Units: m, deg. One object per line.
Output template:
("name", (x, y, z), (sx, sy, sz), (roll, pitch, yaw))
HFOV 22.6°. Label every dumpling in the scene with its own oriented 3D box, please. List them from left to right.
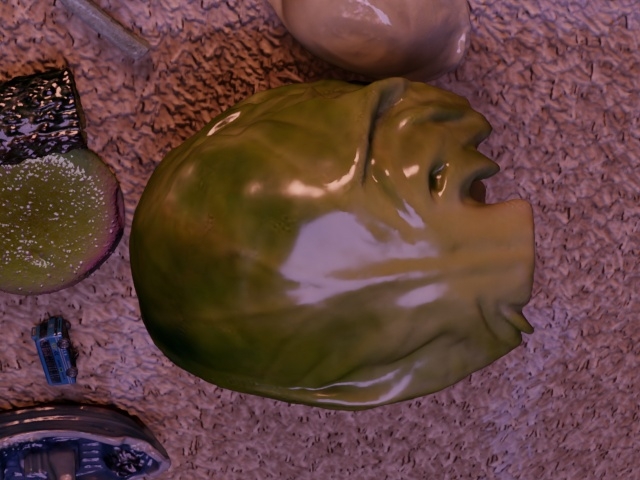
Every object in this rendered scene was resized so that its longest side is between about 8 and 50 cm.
("dumpling", (0.050, -0.253, 1.653), (0.250, 0.132, 0.162), (29, 127, -11))

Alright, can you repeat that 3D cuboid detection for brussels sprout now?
("brussels sprout", (-0.014, 0.013, 1.643), (0.361, 0.425, 0.342), (-18, 91, -19))

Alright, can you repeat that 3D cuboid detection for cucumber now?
("cucumber", (-0.429, -0.106, 1.701), (0.359, 0.096, 0.096), (-12, 128, 0))

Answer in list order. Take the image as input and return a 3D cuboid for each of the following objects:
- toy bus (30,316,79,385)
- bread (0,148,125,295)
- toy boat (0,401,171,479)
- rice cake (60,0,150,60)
("toy bus", (-0.320, 0.134, 1.938), (0.046, 0.038, 0.083), (-9, 128, 0))
("bread", (-0.333, -0.023, 1.818), (0.228, 0.033, 0.228), (-6, 129, -8))
("toy boat", (-0.340, 0.282, 1.982), (0.309, 0.142, 0.129), (-3, 130, -9))
("rice cake", (-0.230, -0.231, 1.685), (0.022, 0.021, 0.121), (-43, 125, 16))
